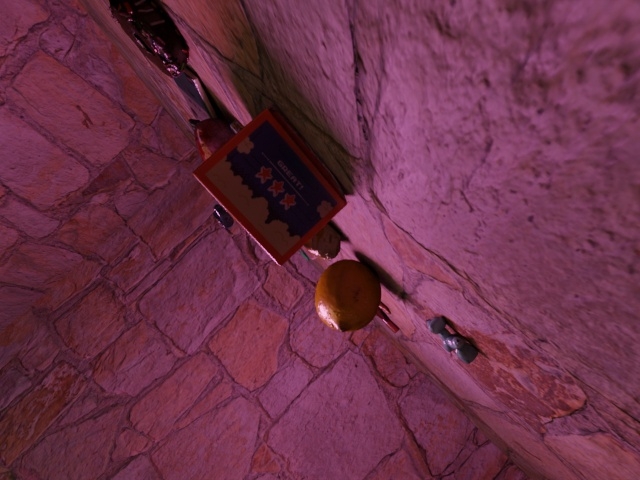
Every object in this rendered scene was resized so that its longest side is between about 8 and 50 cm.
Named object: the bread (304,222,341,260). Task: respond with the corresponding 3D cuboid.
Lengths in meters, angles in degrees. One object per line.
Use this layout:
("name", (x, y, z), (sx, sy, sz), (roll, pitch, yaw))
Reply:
("bread", (0.000, 0.000, 1.612), (0.268, 0.130, 0.151), (-175, 78, -79))

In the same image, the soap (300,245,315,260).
("soap", (-0.122, -0.025, 2.265), (0.218, 0.098, 0.273), (48, 174, 42))

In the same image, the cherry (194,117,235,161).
("cherry", (-0.381, -0.362, 1.524), (0.175, 0.192, 0.249), (7, 158, 29))

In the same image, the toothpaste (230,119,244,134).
("toothpaste", (-0.258, -0.359, 1.454), (0.164, 0.034, 0.046), (46, 172, -3))

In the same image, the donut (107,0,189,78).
("donut", (-0.493, -0.605, 1.185), (0.270, 0.103, 0.269), (43, 173, 7))

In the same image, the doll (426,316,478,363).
("doll", (0.398, 0.300, 1.269), (0.158, 0.059, 0.159), (47, 174, -25))

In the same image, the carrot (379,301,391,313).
("carrot", (0.295, 0.319, 2.043), (0.165, 0.035, 0.035), (37, 169, 38))

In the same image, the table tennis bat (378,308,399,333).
("table tennis bat", (0.329, 0.413, 2.338), (0.310, 0.038, 0.200), (44, 173, 20))

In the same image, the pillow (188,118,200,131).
("pillow", (-0.477, -0.456, 1.854), (0.250, 0.106, 0.186), (46, -170, -6))

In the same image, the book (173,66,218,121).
("book", (-0.485, -0.554, 1.580), (0.264, 0.031, 0.379), (43, 168, 23))

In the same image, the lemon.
("lemon", (0.104, 0.216, 1.567), (0.258, 0.310, 0.257), (12, 143, 9))

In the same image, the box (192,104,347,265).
("box", (-0.150, -0.149, 1.138), (0.318, 0.257, 0.349), (50, 173, -14))

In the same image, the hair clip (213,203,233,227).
("hair clip", (-0.272, -0.073, 1.135), (0.070, 0.039, 0.229), (47, 169, -7))
